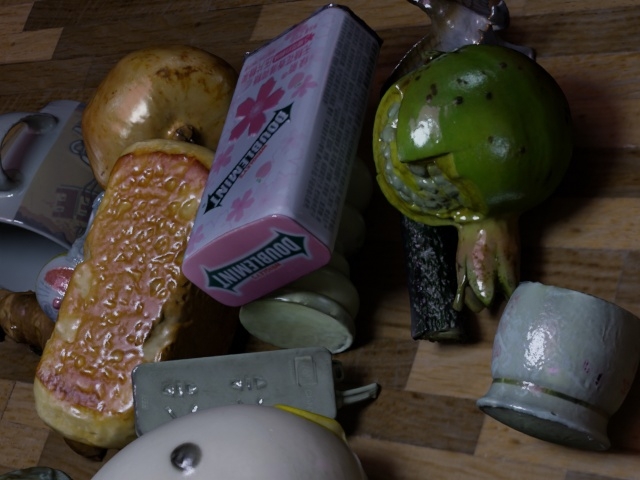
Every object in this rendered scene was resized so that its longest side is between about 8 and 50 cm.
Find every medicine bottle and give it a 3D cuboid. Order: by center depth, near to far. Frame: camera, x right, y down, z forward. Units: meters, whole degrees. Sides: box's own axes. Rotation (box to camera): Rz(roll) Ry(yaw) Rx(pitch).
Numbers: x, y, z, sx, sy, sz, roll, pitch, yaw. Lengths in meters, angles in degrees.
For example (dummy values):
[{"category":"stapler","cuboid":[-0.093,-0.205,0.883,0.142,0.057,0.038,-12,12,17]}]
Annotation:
[{"category":"medicine bottle","cuboid":[0.245,0.131,1.570,0.147,0.147,0.143,6,73,46]}]

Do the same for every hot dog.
[{"category":"hot dog","cuboid":[-0.206,0.085,1.975,0.185,0.223,0.405,12,73,23]}]

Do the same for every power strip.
[{"category":"power strip","cuboid":[-0.075,0.177,1.801,0.288,0.053,0.093,-6,81,-4]}]

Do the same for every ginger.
[{"category":"ginger","cuboid":[-0.361,0.163,2.165,0.133,0.107,0.309,-41,46,-4]}]

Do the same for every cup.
[{"category":"cup","cuboid":[-0.405,-0.092,2.229,0.227,0.301,0.257,2,58,21]}]

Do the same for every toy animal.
[{"category":"toy animal","cuboid":[0.168,-0.278,1.880,0.160,0.197,0.272,26,80,46]}]

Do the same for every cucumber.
[{"category":"cucumber","cuboid":[0.128,0.023,1.814,0.067,0.067,0.245,-30,44,27]}]

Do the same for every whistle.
[{"category":"whistle","cuboid":[-0.313,0.034,2.074,0.123,0.123,0.223,42,113,49]}]

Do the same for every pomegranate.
[{"category":"pomegranate","cuboid":[0.180,-0.072,1.734,0.236,0.236,0.302,-17,85,36]},{"category":"pomegranate","cuboid":[-0.213,-0.156,2.131,0.248,0.248,0.248,-23,51,32]}]

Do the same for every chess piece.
[{"category":"chess piece","cuboid":[0.000,0.000,1.910,0.144,0.144,0.251,-11,52,39]}]

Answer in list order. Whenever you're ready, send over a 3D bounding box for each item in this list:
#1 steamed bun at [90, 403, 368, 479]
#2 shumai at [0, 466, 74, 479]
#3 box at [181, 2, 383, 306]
[{"category":"steamed bun","cuboid":[-0.111,0.342,1.659,0.374,0.334,0.334,-28,49,22]},{"category":"shumai","cuboid":[-0.358,0.461,1.880,0.288,0.292,0.330,26,63,41]},{"category":"box","cuboid":[-0.043,-0.112,1.856,0.190,0.112,0.370,-26,38,36]}]
